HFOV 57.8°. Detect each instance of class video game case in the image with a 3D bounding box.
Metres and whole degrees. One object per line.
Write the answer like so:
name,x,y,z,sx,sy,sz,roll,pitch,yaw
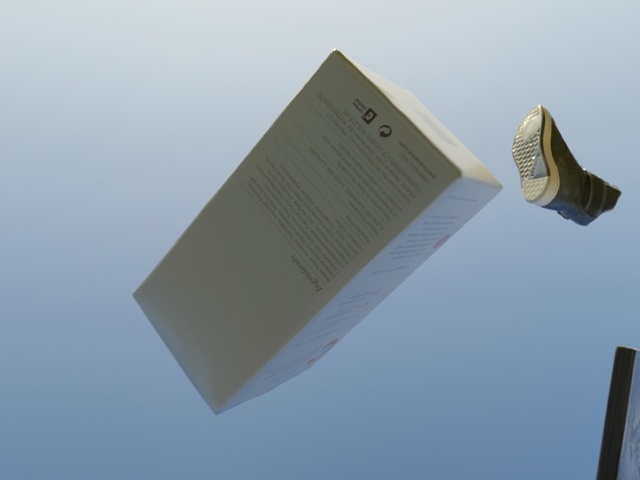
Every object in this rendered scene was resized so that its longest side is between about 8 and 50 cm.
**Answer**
video game case,0.409,0.241,0.738,0.026,0.274,0.196,6,-97,41

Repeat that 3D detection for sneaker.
sneaker,0.422,-0.124,1.000,0.163,0.086,0.226,20,-127,-15

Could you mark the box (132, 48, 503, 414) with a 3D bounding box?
box,0.000,0.000,0.641,0.168,0.345,0.215,50,-159,16
